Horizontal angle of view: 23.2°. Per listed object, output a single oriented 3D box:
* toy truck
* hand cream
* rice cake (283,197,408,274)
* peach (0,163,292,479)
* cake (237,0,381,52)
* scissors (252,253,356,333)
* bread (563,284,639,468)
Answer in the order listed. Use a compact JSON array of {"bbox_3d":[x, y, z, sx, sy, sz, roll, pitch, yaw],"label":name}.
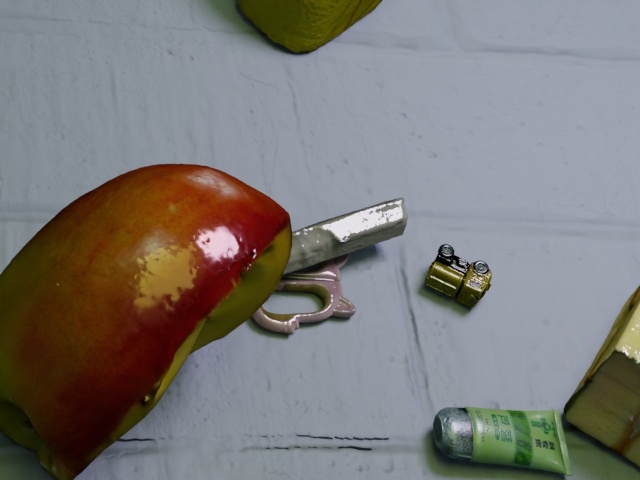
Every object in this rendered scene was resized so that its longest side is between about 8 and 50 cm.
[{"bbox_3d":[0.183,0.050,2.053,0.083,0.049,0.054,26,51,4],"label":"toy truck"},{"bbox_3d":[0.225,0.241,1.921,0.175,0.046,0.095,6,50,-16],"label":"hand cream"},{"bbox_3d":[0.000,0.000,1.995,0.256,0.057,0.052,-18,60,-30],"label":"rice cake"},{"bbox_3d":[-0.220,0.059,1.758,0.242,0.306,0.380,46,59,3],"label":"peach"},{"bbox_3d":[0.002,-0.407,2.286,0.179,0.156,0.260,43,51,8],"label":"cake"},{"bbox_3d":[-0.112,0.047,1.978,0.317,0.024,0.160,4,55,-15],"label":"scissors"},{"bbox_3d":[0.449,0.147,1.989,0.163,0.168,0.264,33,50,7],"label":"bread"}]
